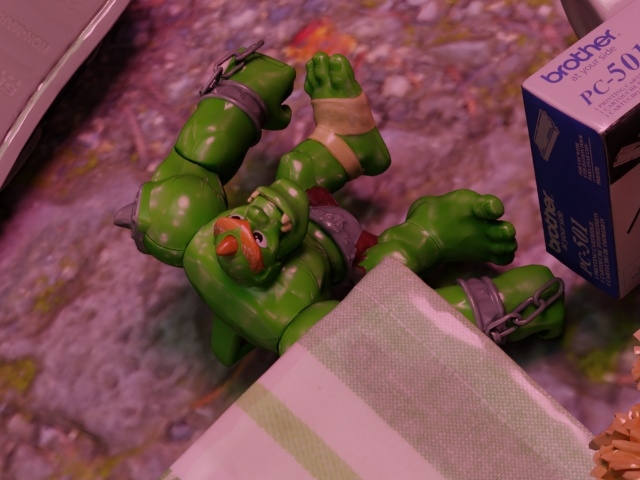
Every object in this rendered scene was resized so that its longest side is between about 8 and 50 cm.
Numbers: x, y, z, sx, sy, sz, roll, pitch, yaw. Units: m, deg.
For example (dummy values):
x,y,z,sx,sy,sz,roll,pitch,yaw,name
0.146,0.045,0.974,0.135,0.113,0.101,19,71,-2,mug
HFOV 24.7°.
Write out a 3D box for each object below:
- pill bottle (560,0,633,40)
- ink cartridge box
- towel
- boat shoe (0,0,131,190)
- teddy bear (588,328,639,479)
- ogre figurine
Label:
x,y,z,sx,sy,sz,roll,pitch,yaw,name
0.173,-0.123,0.667,0.116,0.065,0.065,-29,51,0,pill bottle
0.174,-0.075,0.593,0.207,0.097,0.046,-37,49,-18,ink cartridge box
-0.003,0.189,0.494,0.325,0.038,0.248,-44,68,-12,towel
-0.199,-0.063,0.758,0.114,0.091,0.302,46,75,-7,boat shoe
0.252,0.062,0.445,0.338,0.113,0.245,11,24,37,teddy bear
0.000,0.000,0.633,0.118,0.097,0.197,-39,84,-24,ogre figurine
